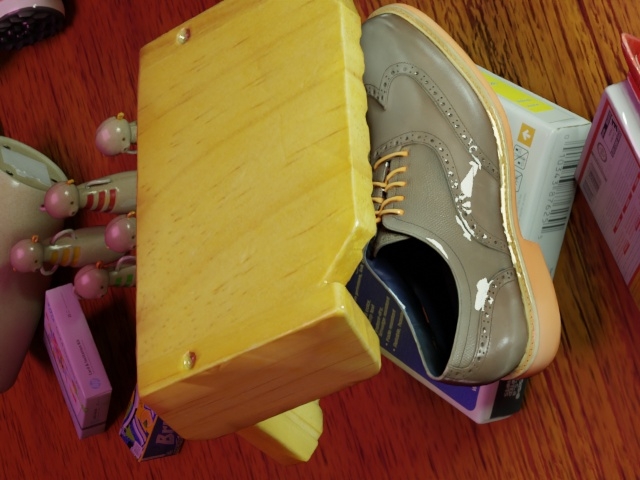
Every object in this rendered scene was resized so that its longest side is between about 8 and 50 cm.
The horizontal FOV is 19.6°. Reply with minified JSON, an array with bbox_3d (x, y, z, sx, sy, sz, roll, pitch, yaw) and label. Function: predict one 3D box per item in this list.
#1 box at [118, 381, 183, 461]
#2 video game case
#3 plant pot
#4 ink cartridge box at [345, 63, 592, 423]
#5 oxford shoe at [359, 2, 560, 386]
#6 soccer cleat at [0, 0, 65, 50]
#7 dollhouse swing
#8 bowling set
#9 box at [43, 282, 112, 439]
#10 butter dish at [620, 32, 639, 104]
[{"bbox_3d":[-0.181,0.180,2.179,0.054,0.059,0.169,49,131,35],"label":"box"},{"bbox_3d":[0.289,0.030,1.521,0.204,0.025,0.285,90,159,-72],"label":"video game case"},{"bbox_3d":[-0.437,0.012,2.347,0.256,0.256,0.274,46,113,36],"label":"plant pot"},{"bbox_3d":[0.104,-0.027,1.791,0.307,0.072,0.304,36,124,44],"label":"ink cartridge box"},{"bbox_3d":[0.095,-0.046,1.641,0.130,0.132,0.364,-38,68,47],"label":"oxford shoe"},{"bbox_3d":[-0.453,-0.283,2.361,0.318,0.108,0.116,-19,69,33],"label":"soccer cleat"},{"bbox_3d":[0.000,0.000,1.658,0.315,0.305,0.347,-24,54,33],"label":"dollhouse swing"},{"bbox_3d":[-0.222,0.000,2.121,0.200,0.154,0.287,57,136,27],"label":"bowling set"},{"bbox_3d":[-0.300,0.152,2.281,0.186,0.038,0.145,116,134,-67],"label":"box"},{"bbox_3d":[0.328,-0.108,1.458,0.118,0.160,0.160,-32,70,23],"label":"butter dish"}]
